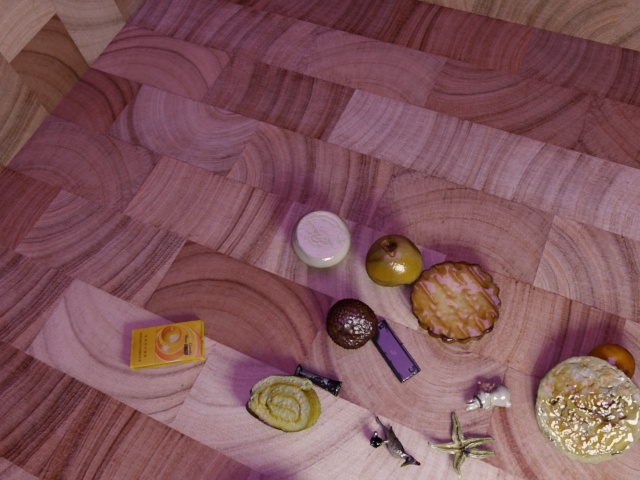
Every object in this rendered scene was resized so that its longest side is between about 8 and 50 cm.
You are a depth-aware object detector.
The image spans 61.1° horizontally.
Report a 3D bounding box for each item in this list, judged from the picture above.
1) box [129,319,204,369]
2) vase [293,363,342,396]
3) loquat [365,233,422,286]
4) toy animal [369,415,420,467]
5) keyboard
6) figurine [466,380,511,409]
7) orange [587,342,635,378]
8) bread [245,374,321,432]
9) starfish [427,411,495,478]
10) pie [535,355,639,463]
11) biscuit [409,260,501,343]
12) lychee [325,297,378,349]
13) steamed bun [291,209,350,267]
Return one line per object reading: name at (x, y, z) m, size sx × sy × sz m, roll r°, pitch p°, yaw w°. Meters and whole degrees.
box at (-0.570, 0.388, 2.022) m, size 0.270 × 0.043 × 0.152 m, roll -10°, pitch 62°, yaw 1°
vase at (-0.011, 0.491, 1.905) m, size 0.167 × 0.059 × 0.059 m, roll 19°, pitch 66°, yaw 15°
loquat at (0.275, 0.077, 2.021) m, size 0.213 × 0.213 × 0.213 m, roll -2°, pitch 62°, yaw 4°
toy animal at (0.241, 0.675, 1.782) m, size 0.202 × 0.070 × 0.105 m, roll 32°, pitch 51°, yaw 24°
keyboard at (0.261, 0.395, 1.949) m, size 0.094 × 0.025 × 0.230 m, roll -30°, pitch 64°, yaw -8°
figurine at (0.560, 0.529, 1.836) m, size 0.146 × 0.081 × 0.098 m, roll -7°, pitch 18°, yaw 7°
orange at (0.962, 0.415, 1.809) m, size 0.155 × 0.154 × 0.134 m, roll -34°, pitch 23°, yaw -12°
bread at (-0.127, 0.549, 1.842) m, size 0.257 × 0.124 × 0.185 m, roll 6°, pitch 71°, yaw 18°
starfish at (0.460, 0.668, 1.773) m, size 0.224 × 0.050 × 0.216 m, roll 5°, pitch 56°, yaw -5°
pie at (0.847, 0.538, 1.722) m, size 0.339 × 0.077 × 0.338 m, roll -4°, pitch 80°, yaw 25°
biscuit at (0.490, 0.227, 1.972) m, size 0.326 × 0.107 × 0.325 m, roll -3°, pitch 59°, yaw 5°
lychee at (0.109, 0.294, 1.933) m, size 0.195 × 0.194 × 0.194 m, roll -2°, pitch 62°, yaw 4°
steamed bun at (0.000, 0.000, 2.113) m, size 0.232 × 0.145 × 0.231 m, roll 1°, pitch 73°, yaw -4°
